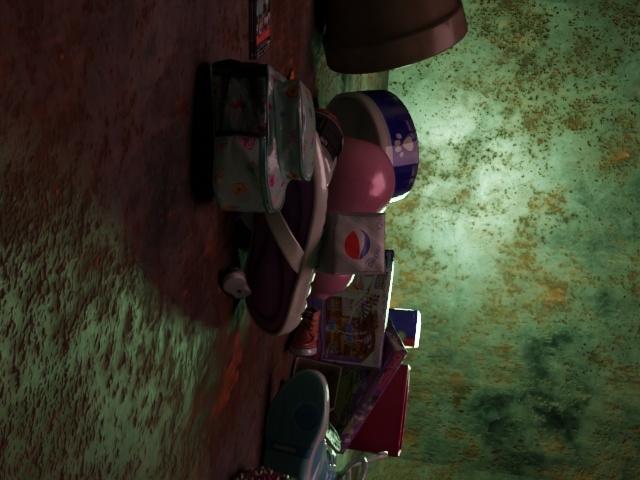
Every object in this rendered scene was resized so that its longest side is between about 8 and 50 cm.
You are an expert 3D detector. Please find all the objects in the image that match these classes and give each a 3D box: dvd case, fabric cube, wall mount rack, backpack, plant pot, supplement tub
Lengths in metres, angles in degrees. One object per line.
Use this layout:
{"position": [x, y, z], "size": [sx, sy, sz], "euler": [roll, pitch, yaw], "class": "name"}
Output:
{"position": [-0.091, -0.341, 1.248], "size": [0.087, 0.013, 0.119], "euler": [-67, 162, -63], "class": "dvd case"}
{"position": [0.117, 0.473, 2.370], "size": [0.259, 0.258, 0.254], "euler": [54, 42, -77], "class": "fabric cube"}
{"position": [0.035, 0.601, 1.832], "size": [0.350, 0.130, 0.304], "euler": [-49, -169, 21], "class": "wall mount rack"}
{"position": [-0.078, -0.126, 1.066], "size": [0.166, 0.144, 0.188], "euler": [-29, 128, -86], "class": "backpack"}
{"position": [-0.020, 0.351, 1.919], "size": [0.096, 0.109, 0.109], "euler": [108, -5, -55], "class": "plant pot"}
{"position": [0.131, -0.548, 1.764], "size": [0.323, 0.323, 0.280], "euler": [-71, 148, -56], "class": "plant pot"}
{"position": [-0.022, -0.163, 1.482], "size": [0.190, 0.117, 0.117], "euler": [-69, 163, -58], "class": "supplement tub"}

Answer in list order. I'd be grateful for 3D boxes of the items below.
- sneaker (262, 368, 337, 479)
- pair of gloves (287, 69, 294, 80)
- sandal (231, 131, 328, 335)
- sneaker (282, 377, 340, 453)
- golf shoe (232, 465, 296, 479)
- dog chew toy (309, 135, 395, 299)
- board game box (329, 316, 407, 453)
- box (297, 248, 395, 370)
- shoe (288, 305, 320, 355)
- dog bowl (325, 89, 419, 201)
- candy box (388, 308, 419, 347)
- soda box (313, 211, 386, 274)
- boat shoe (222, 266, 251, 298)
{"position": [-0.028, 0.413, 1.719], "size": [0.208, 0.127, 0.319], "euler": [3, 103, -68], "class": "sneaker"}
{"position": [-0.056, -0.268, 1.541], "size": [0.083, 0.010, 0.074], "euler": [88, 12, -48], "class": "pair of gloves"}
{"position": [-0.076, -0.029, 1.228], "size": [0.102, 0.169, 0.416], "euler": [-20, 122, -38], "class": "sandal"}
{"position": [-0.055, 0.410, 1.824], "size": [0.222, 0.118, 0.083], "euler": [59, 15, -24], "class": "sneaker"}
{"position": [-0.120, 0.476, 1.377], "size": [0.306, 0.115, 0.140], "euler": [-7, 114, -75], "class": "golf shoe"}
{"position": [0.031, -0.044, 1.686], "size": [0.206, 0.206, 0.332], "euler": [8, 96, -81], "class": "dog chew toy"}
{"position": [0.090, 0.347, 2.097], "size": [0.347, 0.056, 0.208], "euler": [-61, -155, 24], "class": "board game box"}
{"position": [0.065, 0.157, 1.994], "size": [0.057, 0.200, 0.293], "euler": [65, 32, -71], "class": "box"}
{"position": [-0.035, 0.201, 1.848], "size": [0.178, 0.063, 0.081], "euler": [-62, 156, -81], "class": "shoe"}
{"position": [0.108, -0.208, 1.872], "size": [0.265, 0.104, 0.265], "euler": [32, -52, 54], "class": "dog bowl"}
{"position": [0.176, 0.274, 2.583], "size": [0.317, 0.268, 0.122], "euler": [42, 51, -79], "class": "candy box"}
{"position": [0.000, 0.000, 1.348], "size": [0.286, 0.091, 0.098], "euler": [-173, -96, -65], "class": "soda box"}
{"position": [-0.128, 0.058, 1.237], "size": [0.100, 0.035, 0.035], "euler": [60, 10, -70], "class": "boat shoe"}
